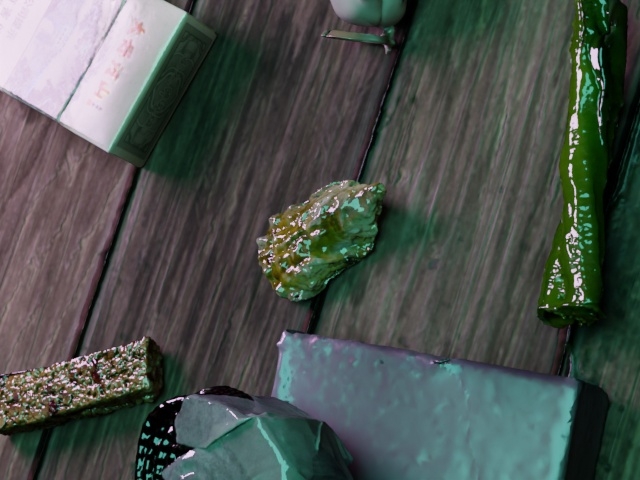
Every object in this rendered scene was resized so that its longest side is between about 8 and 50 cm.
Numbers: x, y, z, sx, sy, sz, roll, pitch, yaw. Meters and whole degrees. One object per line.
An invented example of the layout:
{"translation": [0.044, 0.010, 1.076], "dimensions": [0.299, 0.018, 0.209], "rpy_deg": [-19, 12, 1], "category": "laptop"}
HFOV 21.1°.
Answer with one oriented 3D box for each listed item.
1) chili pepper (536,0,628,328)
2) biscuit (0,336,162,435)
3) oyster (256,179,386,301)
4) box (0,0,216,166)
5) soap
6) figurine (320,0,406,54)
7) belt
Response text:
{"translation": [0.233, -0.099, 1.541], "dimensions": [0.085, 0.076, 0.359], "rpy_deg": [149, 128, -64], "category": "chili pepper"}
{"translation": [-0.248, 0.149, 1.733], "dimensions": [0.199, 0.034, 0.064], "rpy_deg": [-16, 70, 23], "category": "biscuit"}
{"translation": [0.000, 0.000, 1.653], "dimensions": [0.146, 0.045, 0.122], "rpy_deg": [6, 93, 28], "category": "oyster"}
{"translation": [-0.254, -0.205, 1.810], "dimensions": [0.256, 0.069, 0.164], "rpy_deg": [30, 91, 30], "category": "box"}
{"translation": [0.080, 0.239, 1.506], "dimensions": [0.296, 0.107, 0.285], "rpy_deg": [10, 81, 29], "category": "soap"}
{"translation": [0.039, -0.259, 1.663], "dimensions": [0.132, 0.132, 0.154], "rpy_deg": [6, 93, 27], "category": "figurine"}
{"translation": [-0.057, 0.258, 1.420], "dimensions": [0.184, 0.164, 0.289], "rpy_deg": [-29, 67, 28], "category": "belt"}
